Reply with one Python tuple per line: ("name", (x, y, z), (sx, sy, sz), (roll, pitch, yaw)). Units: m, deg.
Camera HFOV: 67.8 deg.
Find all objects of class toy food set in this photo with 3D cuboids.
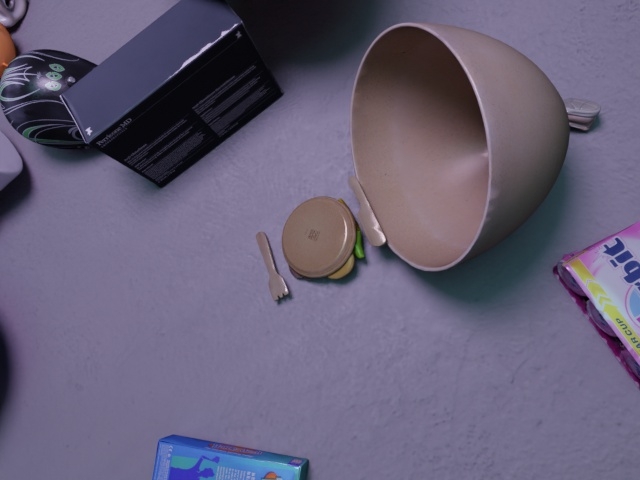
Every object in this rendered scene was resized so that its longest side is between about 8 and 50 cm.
("toy food set", (0.000, 0.000, 0.705), (0.192, 0.038, 0.132), (-28, 67, 19))

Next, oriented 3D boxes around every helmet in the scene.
("helmet", (-0.437, -0.231, 0.788), (0.162, 0.169, 0.169), (4, 79, -4))

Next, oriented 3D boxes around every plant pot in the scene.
("plant pot", (0.184, -0.122, 0.592), (0.191, 0.284, 0.284), (-14, 74, -21))

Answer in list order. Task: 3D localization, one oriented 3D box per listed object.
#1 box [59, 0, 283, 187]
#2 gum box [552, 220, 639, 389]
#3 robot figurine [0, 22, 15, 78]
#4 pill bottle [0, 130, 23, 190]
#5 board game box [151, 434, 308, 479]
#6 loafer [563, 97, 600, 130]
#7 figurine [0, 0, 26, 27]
("box", (-0.210, -0.220, 0.716), (0.261, 0.184, 0.103), (-37, 74, 2))
("gum box", (0.393, 0.077, 0.589), (0.107, 0.062, 0.188), (-32, 74, 4))
("robot figurine", (-0.663, -0.355, 0.869), (0.220, 0.128, 0.158), (4, 73, 13))
("pill bottle", (-0.695, -0.062, 0.776), (0.361, 0.204, 0.204), (-39, 74, 2))
("board game box", (-0.131, 0.367, 0.649), (0.210, 0.047, 0.160), (5, 79, 13))
("loafer", (0.320, -0.179, 0.670), (0.125, 0.039, 0.045), (13, 47, 17))
("figurine", (-0.664, -0.535, 0.912), (0.210, 0.092, 0.214), (15, 83, 6))
